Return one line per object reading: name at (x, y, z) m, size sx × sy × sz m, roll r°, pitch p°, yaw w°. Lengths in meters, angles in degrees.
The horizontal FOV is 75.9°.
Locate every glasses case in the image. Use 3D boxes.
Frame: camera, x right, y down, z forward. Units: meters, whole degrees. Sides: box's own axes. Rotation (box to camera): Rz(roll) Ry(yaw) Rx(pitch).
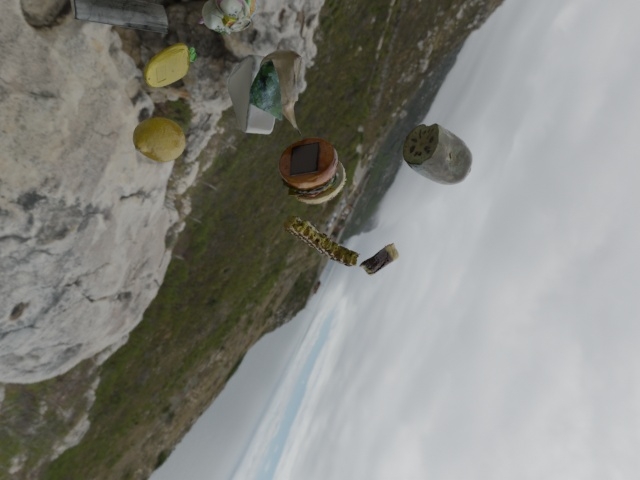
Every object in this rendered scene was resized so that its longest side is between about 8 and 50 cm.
glasses case at (-0.692, -0.794, 1.426) m, size 0.299 × 0.114 × 0.060 m, roll -9°, pitch 165°, yaw -35°

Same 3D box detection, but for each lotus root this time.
lotus root at (0.570, -0.393, 1.949) m, size 0.250 × 0.345 × 0.251 m, roll -27°, pitch -125°, yaw 47°

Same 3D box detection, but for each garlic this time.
garlic at (-0.116, -0.562, 1.482) m, size 0.196 × 0.151 × 0.339 m, roll 46°, pitch 28°, yaw -49°

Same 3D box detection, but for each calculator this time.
calculator at (-0.539, -0.636, 1.489) m, size 0.235 × 0.032 × 0.146 m, roll -44°, pitch 171°, yaw -30°

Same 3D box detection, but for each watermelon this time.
watermelon at (-0.159, -0.446, 1.208) m, size 0.080 × 0.101 × 0.155 m, roll -105°, pitch -160°, yaw -46°

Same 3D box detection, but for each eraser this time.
eraser at (-0.285, -0.684, 1.839) m, size 0.149 × 0.331 × 0.331 m, roll -6°, pitch 137°, yaw -31°

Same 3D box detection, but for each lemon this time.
lemon at (-0.657, -0.412, 1.677) m, size 0.244 × 0.186 × 0.187 m, roll -34°, pitch 152°, yaw -55°

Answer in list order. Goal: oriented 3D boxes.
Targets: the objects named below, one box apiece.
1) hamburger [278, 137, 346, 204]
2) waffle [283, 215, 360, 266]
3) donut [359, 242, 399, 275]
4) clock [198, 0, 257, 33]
hamburger at (-0.030, -0.299, 1.824) m, size 0.291 × 0.290 × 0.225 m, roll -62°, pitch 154°, yaw -21°
waffle at (0.000, 0.000, 1.481) m, size 0.069 × 0.292 × 0.259 m, roll -58°, pitch -165°, yaw -8°
donut at (0.198, 0.066, 1.367) m, size 0.140 × 0.059 × 0.140 m, roll -34°, pitch 171°, yaw -6°
clock at (-0.285, -0.719, 1.273) m, size 0.144 × 0.103 × 0.231 m, roll -29°, pitch -172°, yaw -42°
